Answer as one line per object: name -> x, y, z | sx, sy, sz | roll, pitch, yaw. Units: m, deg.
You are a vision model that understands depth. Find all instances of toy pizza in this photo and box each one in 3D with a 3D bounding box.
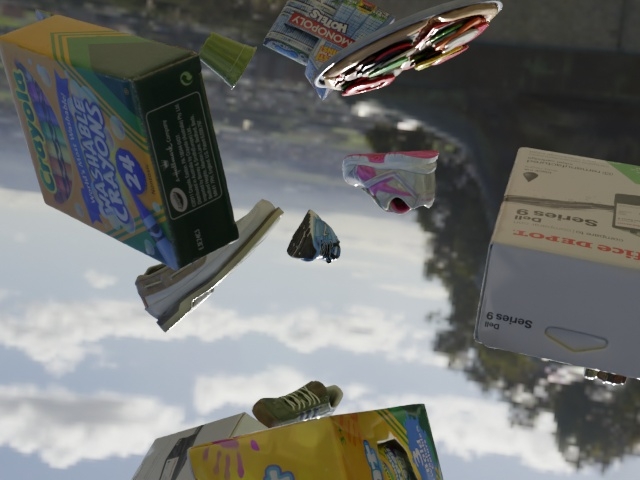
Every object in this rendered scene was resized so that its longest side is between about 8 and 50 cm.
toy pizza -> 0.090, -0.187, 1.305 | 0.201, 0.032, 0.201 | -22, 176, -1

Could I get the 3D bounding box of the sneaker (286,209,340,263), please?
sneaker -> 0.000, 0.000, 1.867 | 0.073, 0.063, 0.162 | 31, -166, -3

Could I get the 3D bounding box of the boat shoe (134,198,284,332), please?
boat shoe -> -0.186, 0.024, 2.088 | 0.103, 0.302, 0.113 | 48, -154, 1

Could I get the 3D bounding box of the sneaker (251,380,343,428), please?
sneaker -> -0.030, 0.253, 2.074 | 0.064, 0.086, 0.192 | 48, -165, 27

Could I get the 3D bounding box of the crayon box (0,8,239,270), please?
crayon box -> -0.227, -0.113, 1.365 | 0.083, 0.203, 0.323 | -28, -148, -30

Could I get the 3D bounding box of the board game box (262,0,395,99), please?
board game box -> 0.006, -0.359, 2.358 | 0.194, 0.194, 0.060 | 26, 155, 4

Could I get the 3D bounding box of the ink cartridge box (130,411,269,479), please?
ink cartridge box -> -0.121, 0.375, 1.903 | 0.223, 0.129, 0.307 | 38, 150, -16

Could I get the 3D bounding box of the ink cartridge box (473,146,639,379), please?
ink cartridge box -> 0.291, 0.016, 1.406 | 0.211, 0.121, 0.289 | 10, -155, 10

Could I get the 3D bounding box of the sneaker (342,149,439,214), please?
sneaker -> 0.119, -0.102, 2.347 | 0.103, 0.111, 0.252 | -5, -176, -27

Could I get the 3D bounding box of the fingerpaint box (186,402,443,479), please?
fingerpaint box -> 0.049, 0.404, 1.370 | 0.163, 0.444, 0.371 | -16, 170, 17

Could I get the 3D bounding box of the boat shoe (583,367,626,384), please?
boat shoe -> 0.407, 0.111, 1.765 | 0.060, 0.178, 0.064 | 20, 165, 10

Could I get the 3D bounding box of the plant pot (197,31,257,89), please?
plant pot -> -0.161, -0.308, 2.197 | 0.079, 0.083, 0.083 | 31, 177, -9
